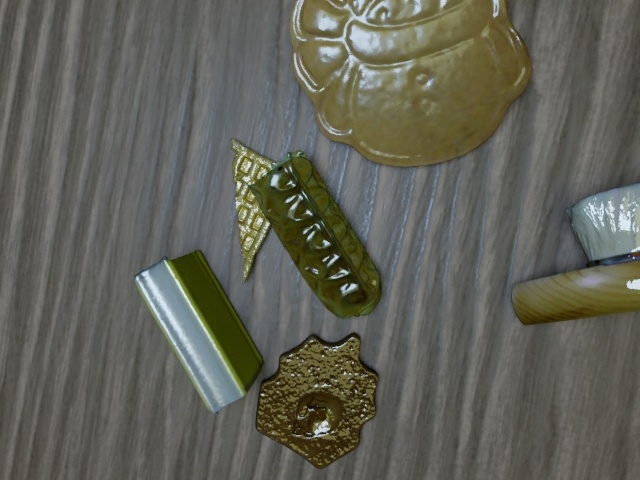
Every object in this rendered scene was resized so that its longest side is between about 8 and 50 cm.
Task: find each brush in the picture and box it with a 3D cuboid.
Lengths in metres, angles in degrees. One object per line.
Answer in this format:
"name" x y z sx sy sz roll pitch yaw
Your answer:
"brush" 0.395 0.023 0.782 0.266 0.174 0.166 -15 80 21

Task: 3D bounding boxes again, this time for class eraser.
"eraser" -0.171 0.127 0.821 0.069 0.158 0.226 -29 91 4

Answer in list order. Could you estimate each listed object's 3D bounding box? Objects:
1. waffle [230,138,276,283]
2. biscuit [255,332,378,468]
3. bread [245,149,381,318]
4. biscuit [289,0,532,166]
"waffle" -0.128 -0.045 0.867 0.125 0.032 0.191 29 94 -1
"biscuit" 0.004 0.240 0.880 0.182 0.034 0.215 31 93 0
"bread" 0.001 -0.001 0.821 0.087 0.098 0.269 -21 106 43
"biscuit" 0.117 -0.270 0.784 0.312 0.057 0.351 -25 106 9
